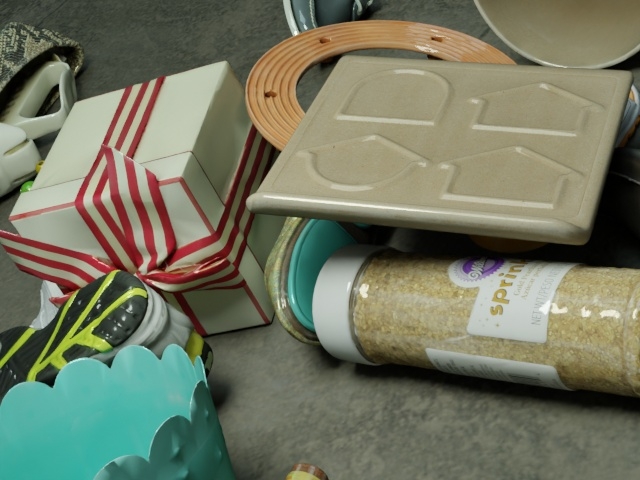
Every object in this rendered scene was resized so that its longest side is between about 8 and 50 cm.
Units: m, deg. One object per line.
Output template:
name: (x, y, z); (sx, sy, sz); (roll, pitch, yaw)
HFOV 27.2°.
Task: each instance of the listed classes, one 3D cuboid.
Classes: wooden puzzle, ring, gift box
wooden puzzle: (0.132, -0.085, 1.333); (0.322, 0.080, 0.348); (6, 33, 18)
ring: (0.081, -0.161, 1.532); (0.337, 0.032, 0.336); (1, 38, -1)
gift box: (-0.198, -0.038, 1.513); (0.255, 0.276, 0.258); (-17, 37, 26)

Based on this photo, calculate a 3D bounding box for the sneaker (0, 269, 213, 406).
sneaker: (-0.277, 0.167, 1.430); (0.385, 0.147, 0.145); (-24, 40, 40)

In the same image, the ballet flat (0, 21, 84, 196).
ballet flat: (-0.478, -0.177, 2.005); (0.182, 0.164, 0.482); (6, 42, 11)

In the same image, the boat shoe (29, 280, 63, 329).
boat shoe: (-0.318, 0.109, 1.593); (0.063, 0.066, 0.184); (-29, 44, -3)

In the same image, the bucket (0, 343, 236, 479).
bucket: (-0.200, 0.235, 1.177); (0.281, 0.183, 0.281); (-17, 17, 5)

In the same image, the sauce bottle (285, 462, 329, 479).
sauce bottle: (-0.030, 0.263, 1.202); (0.042, 0.042, 0.128); (-5, 39, 30)

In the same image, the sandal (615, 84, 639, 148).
sandal: (0.276, -0.116, 1.446); (0.102, 0.076, 0.265); (-1, 43, 34)

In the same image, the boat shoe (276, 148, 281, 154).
boat shoe: (-0.021, -0.134, 1.670); (0.183, 0.083, 0.065); (-3, 42, 32)

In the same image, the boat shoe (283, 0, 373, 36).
boat shoe: (0.026, -0.369, 1.914); (0.099, 0.116, 0.319); (-16, 31, 24)

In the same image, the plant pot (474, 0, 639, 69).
plant pot: (0.347, -0.377, 1.616); (0.257, 0.256, 0.274); (-1, 28, 34)

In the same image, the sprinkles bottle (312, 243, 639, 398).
sprinkles bottle: (0.164, 0.073, 1.244); (0.355, 0.121, 0.121); (4, 46, 38)

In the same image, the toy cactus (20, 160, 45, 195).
toy cactus: (-0.307, -0.079, 1.786); (0.219, 0.112, 0.180); (-36, 3, -32)

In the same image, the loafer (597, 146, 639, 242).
loafer: (0.329, -0.031, 1.295); (0.078, 0.080, 0.220); (-45, 38, -23)

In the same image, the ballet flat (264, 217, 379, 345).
ballet flat: (0.000, 0.000, 1.472); (0.123, 0.123, 0.348); (-8, 39, 27)
